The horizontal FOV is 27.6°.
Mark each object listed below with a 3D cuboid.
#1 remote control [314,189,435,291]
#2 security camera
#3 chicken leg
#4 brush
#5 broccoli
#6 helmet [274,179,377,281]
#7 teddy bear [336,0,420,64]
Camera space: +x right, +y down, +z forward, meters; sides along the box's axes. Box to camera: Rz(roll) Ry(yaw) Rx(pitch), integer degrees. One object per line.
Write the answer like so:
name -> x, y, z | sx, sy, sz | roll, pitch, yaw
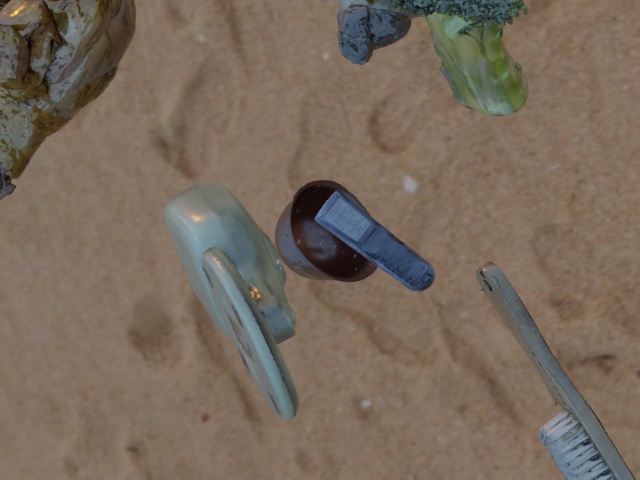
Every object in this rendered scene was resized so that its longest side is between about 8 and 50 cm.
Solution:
remote control -> 0.066, 0.004, 1.479 | 0.152, 0.027, 0.043 | 36, 88, 4
security camera -> -0.063, 0.045, 1.159 | 0.301, 0.080, 0.157 | -132, 19, -64
chicken leg -> -0.413, -0.219, 1.769 | 0.182, 0.295, 0.409 | 33, 94, 8
brush -> 0.253, 0.173, 1.446 | 0.327, 0.065, 0.070 | 59, 175, -4
broccoli -> 0.194, -0.286, 1.627 | 0.252, 0.361, 0.221 | -15, 50, 40
helmet -> 0.000, 0.000, 1.973 | 0.106, 0.175, 0.155 | -29, 52, 52
teddy bear -> 0.100, -0.384, 1.959 | 0.144, 0.171, 0.251 | -2, 91, 13
